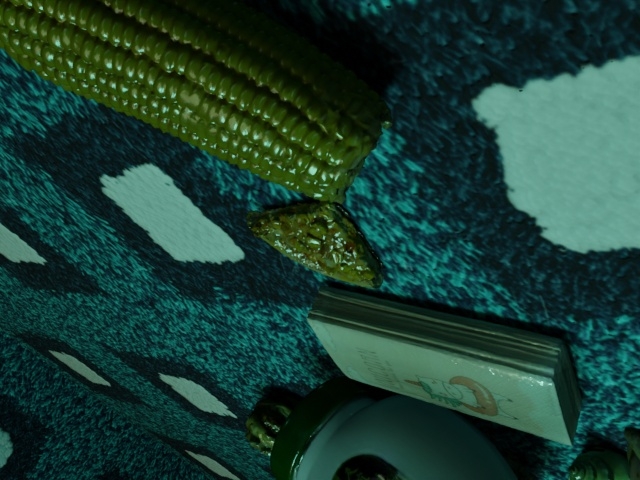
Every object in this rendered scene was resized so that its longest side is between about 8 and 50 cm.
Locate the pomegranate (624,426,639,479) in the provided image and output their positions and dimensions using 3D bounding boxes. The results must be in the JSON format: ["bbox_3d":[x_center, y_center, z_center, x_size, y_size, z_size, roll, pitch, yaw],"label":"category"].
[{"bbox_3d":[0.448,0.305,0.703,0.341,0.285,0.285,43,164,38],"label":"pomegranate"}]

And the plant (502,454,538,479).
[{"bbox_3d":[0.281,0.379,1.118,0.117,0.104,0.122,-1,129,52],"label":"plant"}]

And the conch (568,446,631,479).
[{"bbox_3d":[0.391,0.331,0.966,0.095,0.079,0.201,29,168,45],"label":"conch"}]

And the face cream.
[{"bbox_3d":[0.115,0.386,1.071,0.357,0.312,0.219,32,-177,37],"label":"face cream"}]

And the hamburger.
[{"bbox_3d":[-0.056,0.388,1.459,0.183,0.130,0.206,33,171,-2],"label":"hamburger"}]

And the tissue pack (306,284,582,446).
[{"bbox_3d":[0.150,0.153,0.893,0.326,0.071,0.170,10,148,33],"label":"tissue pack"}]

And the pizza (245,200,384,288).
[{"bbox_3d":[0.000,0.000,0.817,0.178,0.041,0.131,32,151,-4],"label":"pizza"}]

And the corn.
[{"bbox_3d":[-0.108,-0.145,0.585,0.345,0.131,0.131,27,152,3],"label":"corn"}]
